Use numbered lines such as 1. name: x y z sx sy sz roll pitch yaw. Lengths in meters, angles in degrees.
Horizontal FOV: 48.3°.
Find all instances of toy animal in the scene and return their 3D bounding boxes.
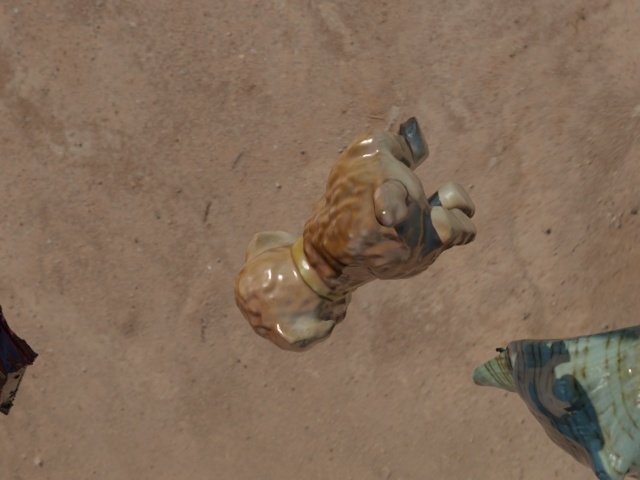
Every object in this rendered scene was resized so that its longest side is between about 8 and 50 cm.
1. toy animal: 0.000 0.012 0.475 0.185 0.184 0.104 -32 89 22

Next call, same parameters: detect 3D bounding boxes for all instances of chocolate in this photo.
1. chocolate: -0.241 0.078 0.512 0.086 0.028 0.182 53 140 2

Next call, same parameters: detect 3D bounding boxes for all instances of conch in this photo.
1. conch: 0.288 0.161 0.704 0.203 0.170 0.386 33 142 -29
